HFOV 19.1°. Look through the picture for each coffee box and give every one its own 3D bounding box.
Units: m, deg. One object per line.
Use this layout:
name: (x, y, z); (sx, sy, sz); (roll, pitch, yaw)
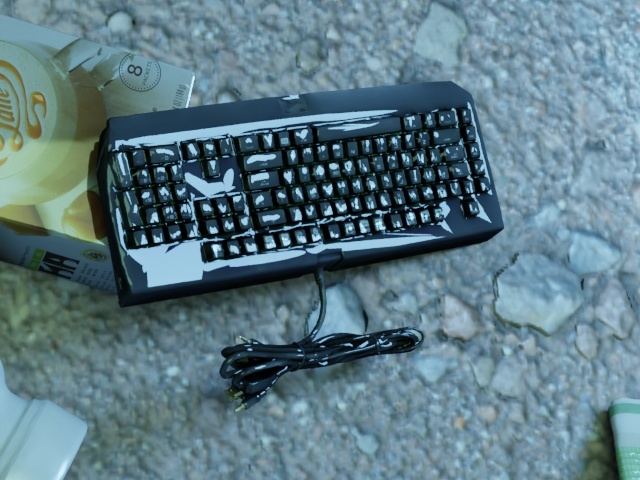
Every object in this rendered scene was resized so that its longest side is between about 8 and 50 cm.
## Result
coffee box: (-0.223, -0.069, 1.262); (0.246, 0.098, 0.141); (15, 72, -10)

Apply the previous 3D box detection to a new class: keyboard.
keyboard: (0.000, 0.000, 1.283); (0.317, 0.033, 0.201); (-10, 90, -35)

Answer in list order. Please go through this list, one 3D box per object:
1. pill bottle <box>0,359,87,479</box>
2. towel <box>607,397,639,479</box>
pill bottle: (-0.295, 0.103, 1.166); (0.278, 0.162, 0.162); (30, 70, -6)
towel: (0.262, 0.181, 1.333); (0.113, 0.023, 0.152); (6, 50, -10)
